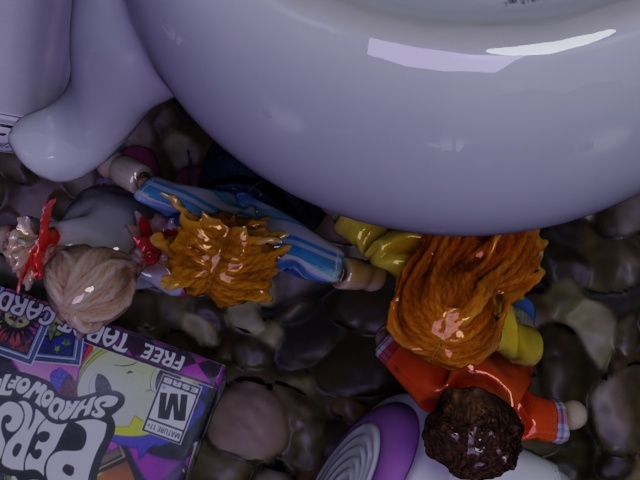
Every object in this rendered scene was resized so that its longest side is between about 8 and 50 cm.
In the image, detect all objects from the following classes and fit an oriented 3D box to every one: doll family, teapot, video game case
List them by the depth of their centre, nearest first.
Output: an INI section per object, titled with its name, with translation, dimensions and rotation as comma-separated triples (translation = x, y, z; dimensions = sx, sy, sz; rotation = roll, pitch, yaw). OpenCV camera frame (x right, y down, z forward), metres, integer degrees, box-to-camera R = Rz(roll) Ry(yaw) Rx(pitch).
[teapot]
translation = 0.053, -0.096, 0.560
dimensions = 0.256, 0.252, 0.187
rotation = 29, 155, 18
[doll family]
translation = 0.000, 0.000, 0.662
dimensions = 0.263, 0.163, 0.118
rotation = 20, 112, 1
[video game case]
translation = -0.186, 0.117, 0.737
dimensions = 0.232, 0.042, 0.210
rotation = 20, 70, 2

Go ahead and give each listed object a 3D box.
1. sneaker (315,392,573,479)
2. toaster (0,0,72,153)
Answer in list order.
[sneaker]
translation = 0.028, 0.215, 0.768
dimensions = 0.152, 0.114, 0.305
rotation = 20, 121, -18
[toaster]
translation = -0.160, -0.129, 0.659
dimensions = 0.227, 0.129, 0.146
rotation = 12, 114, 3
